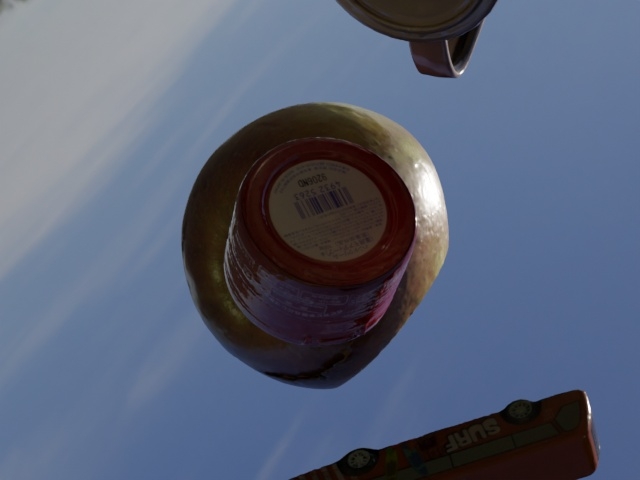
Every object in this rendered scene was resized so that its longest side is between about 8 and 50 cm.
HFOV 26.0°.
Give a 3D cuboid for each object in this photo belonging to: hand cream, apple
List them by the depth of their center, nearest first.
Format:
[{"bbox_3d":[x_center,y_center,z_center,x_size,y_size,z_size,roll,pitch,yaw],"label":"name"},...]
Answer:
[{"bbox_3d":[-0.001,0.000,1.425,0.193,0.193,0.125,-58,174,-33],"label":"hand cream"},{"bbox_3d":[0.000,0.000,1.911,0.374,0.384,0.374,0,-159,0],"label":"apple"}]

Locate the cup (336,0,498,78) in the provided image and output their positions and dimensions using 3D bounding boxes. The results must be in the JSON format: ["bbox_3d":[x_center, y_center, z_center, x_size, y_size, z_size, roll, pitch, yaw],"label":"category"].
[{"bbox_3d":[0.118,-0.330,1.409,0.273,0.208,0.288,-59,178,-44],"label":"cup"}]

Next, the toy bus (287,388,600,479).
[{"bbox_3d":[0.147,0.289,1.719,0.409,0.093,0.092,-18,-143,4],"label":"toy bus"}]
